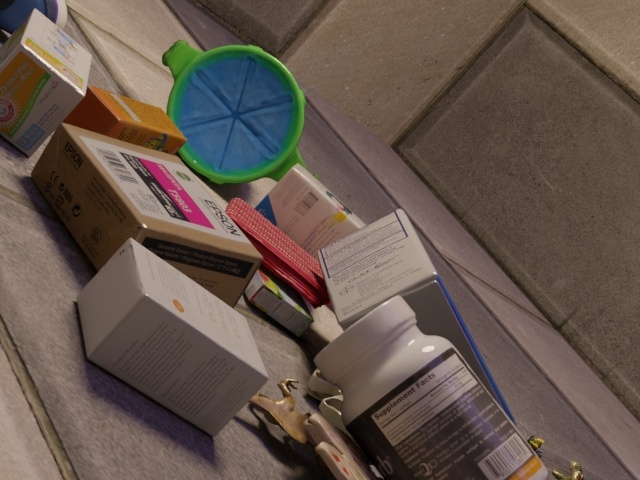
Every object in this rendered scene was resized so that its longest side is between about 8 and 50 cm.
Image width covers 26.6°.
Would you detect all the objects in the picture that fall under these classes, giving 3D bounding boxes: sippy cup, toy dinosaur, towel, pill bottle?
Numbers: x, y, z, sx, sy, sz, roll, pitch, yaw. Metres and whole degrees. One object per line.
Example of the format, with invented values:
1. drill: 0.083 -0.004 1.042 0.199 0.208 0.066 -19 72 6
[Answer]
1. sippy cup: -0.141 -0.211 2.361 0.224 0.240 0.305 -59 140 -90
2. toy dinosaur: -0.046 0.193 1.526 0.183 0.053 0.092 38 13 -21
3. towel: -0.067 0.014 2.033 0.199 0.031 0.275 40 5 -5
4. pill bottle: 0.125 0.213 1.581 0.278 0.162 0.162 53 12 9

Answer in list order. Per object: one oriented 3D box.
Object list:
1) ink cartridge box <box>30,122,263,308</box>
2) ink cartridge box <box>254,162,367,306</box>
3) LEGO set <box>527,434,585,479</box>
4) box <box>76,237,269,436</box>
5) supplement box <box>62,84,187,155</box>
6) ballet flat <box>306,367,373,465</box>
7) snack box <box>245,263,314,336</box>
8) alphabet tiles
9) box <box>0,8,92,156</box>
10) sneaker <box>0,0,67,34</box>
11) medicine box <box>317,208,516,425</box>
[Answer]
1. ink cartridge box: -0.208 -0.029 1.613 0.193 0.088 0.235 14 25 -46
2. ink cartridge box: 0.000 0.000 2.215 0.231 0.134 0.078 43 10 -1
3. LEGO set: 0.372 0.376 1.922 0.255 0.192 0.331 45 11 15
4. box: -0.154 0.100 1.398 0.170 0.091 0.130 37 12 -28
5. supplement box: -0.285 -0.160 1.977 0.080 0.078 0.233 45 12 14
6. ballet flat: 0.029 0.205 1.722 0.079 0.077 0.221 13 26 -30
7. snack box: -0.070 0.071 1.945 0.100 0.037 0.141 39 10 -27
8. alphabet tiles: 0.080 0.314 1.468 0.284 0.021 0.278 54 3 26
9. box: -0.373 -0.206 1.747 0.103 0.114 0.203 40 11 -19
10. sneaker: -0.539 -0.407 1.966 0.323 0.130 0.236 48 21 3
11. medicine box: 0.130 0.134 1.910 0.263 0.149 0.289 61 5 -20
